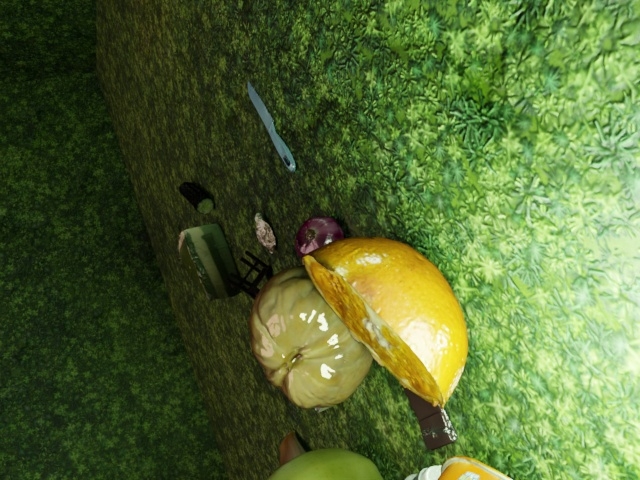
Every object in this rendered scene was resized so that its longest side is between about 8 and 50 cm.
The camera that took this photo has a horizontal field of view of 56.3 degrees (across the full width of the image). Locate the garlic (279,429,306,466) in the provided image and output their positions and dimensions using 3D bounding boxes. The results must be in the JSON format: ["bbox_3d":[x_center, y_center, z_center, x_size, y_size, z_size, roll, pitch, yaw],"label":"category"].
[{"bbox_3d":[-0.066,0.747,1.919,0.318,0.112,0.143,46,121,56],"label":"garlic"}]

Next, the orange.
[{"bbox_3d":[0.103,0.125,1.030,0.310,0.274,0.274,13,127,12],"label":"orange"}]

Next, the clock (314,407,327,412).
[{"bbox_3d":[0.008,0.344,1.564,0.147,0.071,0.192,59,151,30],"label":"clock"}]

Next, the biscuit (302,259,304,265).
[{"bbox_3d":[0.002,0.122,1.454,0.108,0.061,0.239,44,142,47],"label":"biscuit"}]

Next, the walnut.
[{"bbox_3d":[-0.011,0.192,1.276,0.296,0.285,0.285,52,155,-4],"label":"walnut"}]

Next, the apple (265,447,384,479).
[{"bbox_3d":[0.015,0.684,1.448,0.357,0.357,0.357,43,141,48],"label":"apple"}]

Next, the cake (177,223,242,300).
[{"bbox_3d":[-0.389,0.067,2.123,0.283,0.158,0.172,46,142,43],"label":"cake"}]

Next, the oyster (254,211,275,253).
[{"bbox_3d":[-0.162,-0.018,1.737,0.100,0.037,0.098,49,146,42],"label":"oyster"}]

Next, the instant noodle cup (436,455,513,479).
[{"bbox_3d":[0.238,0.536,0.973,0.296,0.214,0.296,39,146,33],"label":"instant noodle cup"}]

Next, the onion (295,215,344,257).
[{"bbox_3d":[0.000,0.000,1.345,0.115,0.104,0.115,-4,81,29],"label":"onion"}]

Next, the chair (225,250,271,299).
[{"bbox_3d":[-0.173,0.138,1.831,0.212,0.101,0.084,35,155,-6],"label":"chair"}]

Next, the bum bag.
[{"bbox_3d":[0.209,0.335,1.195,0.159,0.026,0.109,64,154,21],"label":"bum bag"}]

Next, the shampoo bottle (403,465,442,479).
[{"bbox_3d":[0.207,0.526,1.256,0.074,0.074,0.192,59,151,29],"label":"shampoo bottle"}]

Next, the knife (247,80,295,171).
[{"bbox_3d":[-0.130,-0.297,1.531,0.313,0.019,0.044,61,145,27],"label":"knife"}]

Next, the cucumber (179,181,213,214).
[{"bbox_3d":[-0.481,-0.172,2.269,0.300,0.072,0.072,36,136,53],"label":"cucumber"}]
